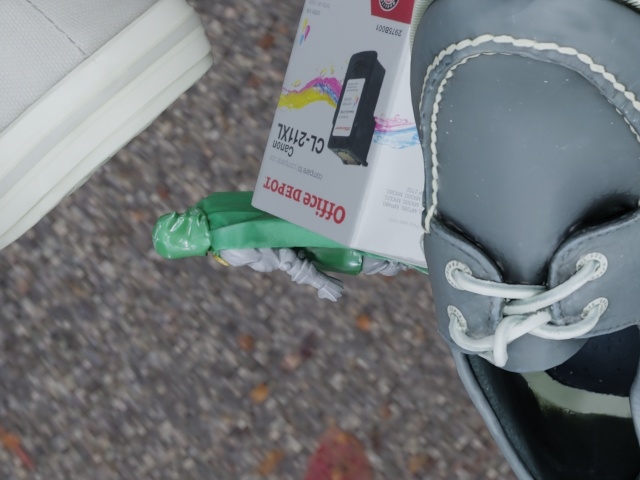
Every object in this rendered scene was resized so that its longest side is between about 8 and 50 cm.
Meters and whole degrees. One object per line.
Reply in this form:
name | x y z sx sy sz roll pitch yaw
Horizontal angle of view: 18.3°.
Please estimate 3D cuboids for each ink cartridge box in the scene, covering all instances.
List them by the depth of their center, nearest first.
ink cartridge box | 0.037 -0.083 1.186 0.072 0.127 0.175 12 96 -33

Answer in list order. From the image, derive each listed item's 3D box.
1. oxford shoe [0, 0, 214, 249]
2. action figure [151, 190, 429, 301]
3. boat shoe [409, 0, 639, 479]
oxford shoe | -0.179 -0.059 0.867 0.130 0.449 0.169 48 68 -10
action figure | 0.000 0.000 1.336 0.232 0.137 0.063 4 111 -18
boat shoe | 0.095 0.012 0.741 0.319 0.116 0.099 67 32 -58
